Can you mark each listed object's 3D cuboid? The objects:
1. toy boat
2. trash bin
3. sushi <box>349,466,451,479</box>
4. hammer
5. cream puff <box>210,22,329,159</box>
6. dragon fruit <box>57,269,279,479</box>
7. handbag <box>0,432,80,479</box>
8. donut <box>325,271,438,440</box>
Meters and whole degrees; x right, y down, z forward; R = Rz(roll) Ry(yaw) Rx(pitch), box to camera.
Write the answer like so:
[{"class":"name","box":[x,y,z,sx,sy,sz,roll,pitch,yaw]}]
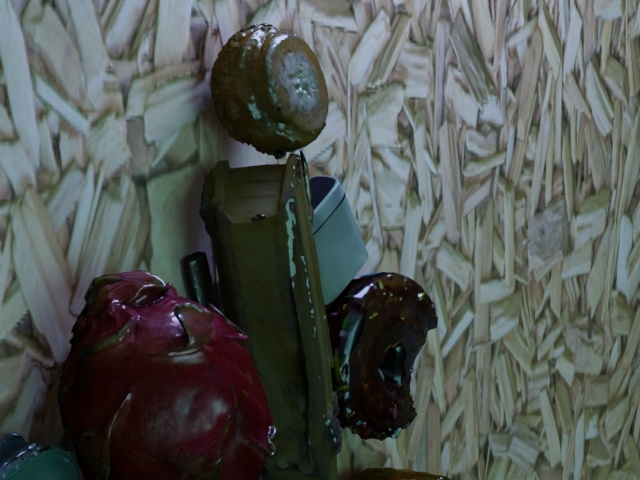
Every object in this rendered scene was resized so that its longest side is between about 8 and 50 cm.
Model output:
[{"class":"toy boat","box":[-0.051,0.111,1.669,0.162,0.136,0.445,-60,143,-72]},{"class":"trash bin","box":[0.000,0.000,1.788,0.116,0.059,0.130,-49,132,-32]},{"class":"sushi","box":[0.095,0.415,1.917,0.274,0.139,0.184,7,88,-49]},{"class":"hammer","box":[-0.122,0.188,1.690,0.111,0.043,0.365,-30,117,-44]},{"class":"cream puff","box":[-0.066,-0.176,1.628,0.150,0.115,0.165,-39,116,-50]},{"class":"dragon fruit","box":[-0.163,0.191,1.474,0.250,0.250,0.315,9,74,-52]},{"class":"handbag","box":[-0.349,0.362,1.386,0.269,0.100,0.274,-37,125,-46]},{"class":"donut","box":[0.062,0.154,1.864,0.216,0.096,0.230,6,92,-49]}]
